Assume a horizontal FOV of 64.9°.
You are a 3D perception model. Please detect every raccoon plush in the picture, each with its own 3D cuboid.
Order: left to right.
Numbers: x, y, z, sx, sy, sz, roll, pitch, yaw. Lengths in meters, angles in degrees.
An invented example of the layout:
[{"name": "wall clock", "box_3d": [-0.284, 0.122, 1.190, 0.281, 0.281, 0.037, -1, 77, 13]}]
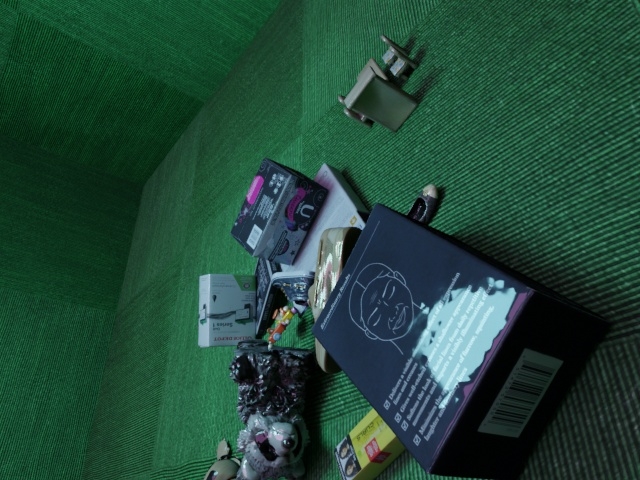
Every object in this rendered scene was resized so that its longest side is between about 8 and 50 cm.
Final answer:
[{"name": "raccoon plush", "box_3d": [-0.124, 0.428, 1.308, 0.446, 0.216, 0.299, 132, 140, -83]}]

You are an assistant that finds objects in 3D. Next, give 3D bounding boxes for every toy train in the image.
[{"name": "toy train", "box_3d": [-0.115, 0.222, 1.323, 0.125, 0.046, 0.166, -53, 2, -16]}]

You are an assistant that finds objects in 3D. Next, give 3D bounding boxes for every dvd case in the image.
[{"name": "dvd case", "box_3d": [-0.176, 0.146, 1.552, 0.179, 0.030, 0.238, -112, 32, -49]}]

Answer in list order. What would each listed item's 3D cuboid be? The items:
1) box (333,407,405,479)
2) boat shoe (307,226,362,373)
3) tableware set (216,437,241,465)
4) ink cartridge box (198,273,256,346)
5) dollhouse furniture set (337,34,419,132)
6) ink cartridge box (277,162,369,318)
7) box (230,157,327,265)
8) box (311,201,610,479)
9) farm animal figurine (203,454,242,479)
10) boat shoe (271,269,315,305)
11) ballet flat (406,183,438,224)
[{"name": "box", "box_3d": [0.120, 0.389, 0.997, 0.232, 0.058, 0.087, -53, 34, 24]}, {"name": "boat shoe", "box_3d": [0.033, 0.137, 1.188, 0.110, 0.122, 0.341, 1, 78, 44]}, {"name": "tableware set", "box_3d": [-0.281, 0.680, 1.476, 0.169, 0.020, 0.141, 25, 95, 57]}, {"name": "ink cartridge box", "box_3d": [-0.287, 0.218, 1.554, 0.093, 0.160, 0.219, -15, 74, 57]}, {"name": "dollhouse furniture set", "box_3d": [0.136, -0.420, 1.349, 0.212, 0.161, 0.242, -50, 36, 28]}, {"name": "ink cartridge box", "box_3d": [0.000, 0.000, 1.401, 0.324, 0.071, 0.330, -55, 37, 23]}, {"name": "box", "box_3d": [-0.117, -0.079, 1.414, 0.163, 0.142, 0.247, 38, 107, 47]}, {"name": "box", "box_3d": [0.203, 0.150, 0.865, 0.293, 0.212, 0.395, -64, 33, 9]}, {"name": "farm animal figurine", "box_3d": [-0.278, 0.657, 1.177, 0.326, 0.172, 0.330, -57, 4, -32]}, {"name": "boat shoe", "box_3d": [-0.078, 0.129, 1.329, 0.183, 0.065, 0.083, -14, 62, 52]}, {"name": "ballet flat", "box_3d": [0.208, -0.050, 1.129, 0.173, 0.049, 0.057, -60, 34, 15]}]
